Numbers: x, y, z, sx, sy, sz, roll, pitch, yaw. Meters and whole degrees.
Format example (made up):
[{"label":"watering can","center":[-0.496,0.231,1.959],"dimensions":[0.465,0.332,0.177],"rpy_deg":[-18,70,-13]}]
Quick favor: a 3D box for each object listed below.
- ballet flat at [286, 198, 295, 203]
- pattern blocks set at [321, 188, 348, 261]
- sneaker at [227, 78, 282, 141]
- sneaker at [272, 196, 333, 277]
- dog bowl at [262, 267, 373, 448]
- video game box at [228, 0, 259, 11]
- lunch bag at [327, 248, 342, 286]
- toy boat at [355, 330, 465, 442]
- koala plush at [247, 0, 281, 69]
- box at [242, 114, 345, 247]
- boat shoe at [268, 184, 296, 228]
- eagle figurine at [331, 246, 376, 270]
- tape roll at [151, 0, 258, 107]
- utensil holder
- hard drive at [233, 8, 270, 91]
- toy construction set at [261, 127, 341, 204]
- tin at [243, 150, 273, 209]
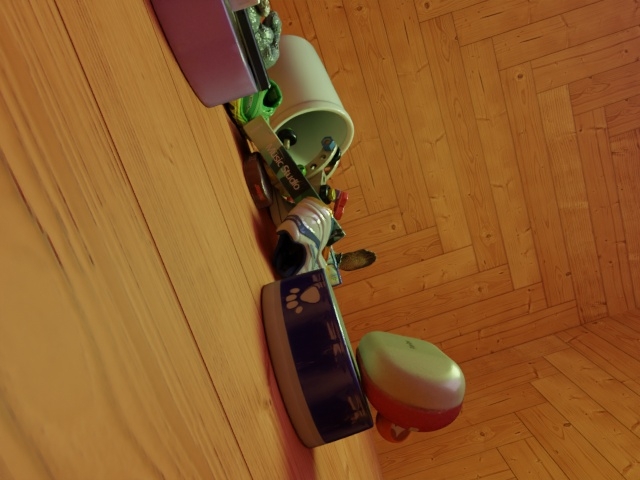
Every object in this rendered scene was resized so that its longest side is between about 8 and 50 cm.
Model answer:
[{"label":"ballet flat","center":[-0.118,-0.156,1.812],"dimensions":[0.203,0.074,0.074],"rpy_deg":[177,-104,-85]},{"label":"pattern blocks set","center":[0.000,0.000,1.278],"dimensions":[0.285,0.026,0.325],"rpy_deg":[-128,-124,-78]},{"label":"sneaker","center":[-0.147,-0.317,1.009],"dimensions":[0.295,0.123,0.110],"rpy_deg":[-100,172,-88]},{"label":"sneaker","center":[-0.054,0.049,0.900],"dimensions":[0.111,0.131,0.297],"rpy_deg":[25,-45,25]},{"label":"dog bowl","center":[-0.003,0.183,0.684],"dimensions":[0.265,0.104,0.265],"rpy_deg":[-18,90,-89]},{"label":"video game box","center":[-0.144,-0.447,0.568],"dimensions":[0.187,0.048,0.205],"rpy_deg":[74,-1,-51]},{"label":"lunch bag","center":[0.001,0.111,1.563],"dimensions":[0.096,0.128,0.151],"rpy_deg":[58,15,-66]},{"label":"toy boat","center":[0.125,0.237,0.652],"dimensions":[0.231,0.150,0.151],"rpy_deg":[47,55,-88]},{"label":"koala plush","center":[-0.214,-0.626,1.224],"dimensions":[0.221,0.196,0.204],"rpy_deg":[82,1,-71]},{"label":"box","center":[-0.055,-0.134,1.016],"dimensions":[0.322,0.058,0.232],"rpy_deg":[53,2,-3]},{"label":"boat shoe","center":[-0.086,-0.070,1.148],"dimensions":[0.258,0.084,0.095],"rpy_deg":[71,2,-61]},{"label":"eagle figurine","center":[0.056,0.085,1.776],"dimensions":[0.298,0.226,0.225],"rpy_deg":[27,-11,46]},{"label":"tape roll","center":[-0.185,-0.358,0.658],"dimensions":[0.275,0.090,0.275],"rpy_deg":[-18,90,-90]},{"label":"utensil holder","center":[-0.097,-0.488,1.519],"dimensions":[0.328,0.327,0.386],"rpy_deg":[70,-1,-64]},{"label":"hard drive","center":[-0.118,-0.334,0.728],"dimensions":[0.094,0.022,0.135],"rpy_deg":[-107,178,-61]},{"label":"toy construction set","center":[-0.068,-0.153,1.277],"dimensions":[0.309,0.257,0.238],"rpy_deg":[107,-15,-64]},{"label":"tin","center":[-0.139,-0.139,0.948],"dimensions":[0.190,0.040,0.106],"rpy_deg":[-106,174,-63]}]
